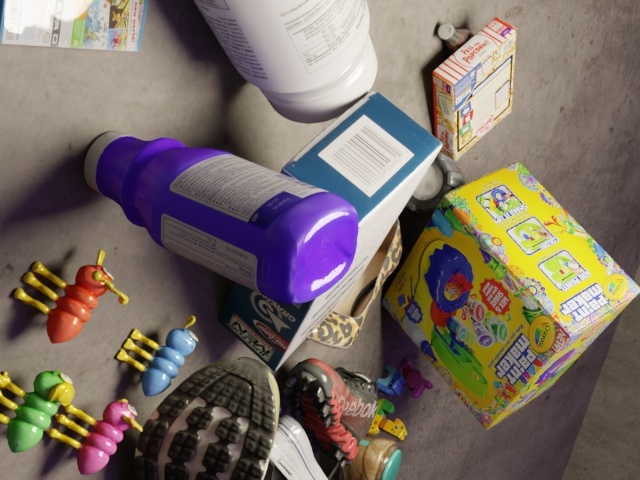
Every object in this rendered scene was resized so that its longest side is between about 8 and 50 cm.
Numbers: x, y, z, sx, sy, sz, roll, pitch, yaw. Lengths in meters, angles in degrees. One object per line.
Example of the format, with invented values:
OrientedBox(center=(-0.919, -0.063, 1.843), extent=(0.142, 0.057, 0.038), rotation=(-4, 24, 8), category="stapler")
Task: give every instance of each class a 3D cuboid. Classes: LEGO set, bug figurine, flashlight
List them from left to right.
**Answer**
OrientedBox(center=(-0.235, 0.141, 1.026), extent=(0.216, 0.072, 0.279), rotation=(-60, 150, -12), category="bug figurine")
OrientedBox(center=(0.127, 0.313, 1.699), extent=(0.227, 0.093, 0.087), rotation=(-57, 148, -17), category="LEGO set")
OrientedBox(center=(0.230, -0.075, 1.594), extent=(0.304, 0.103, 0.103), rotation=(12, 104, -58), category="flashlight")

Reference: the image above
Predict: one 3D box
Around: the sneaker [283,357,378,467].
OrientedBox(center=(0.022, 0.239, 1.479), extent=(0.135, 0.097, 0.276), rotation=(-53, 149, -23), category="sneaker")

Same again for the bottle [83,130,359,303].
OrientedBox(center=(-0.105, -0.033, 0.904), extent=(0.118, 0.283, 0.092), rotation=(-29, 133, -48), category="bottle")

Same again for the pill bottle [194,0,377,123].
OrientedBox(center=(-0.042, -0.253, 0.978), extent=(0.160, 0.160, 0.283), rotation=(-57, 149, -16), category="pill bottle")

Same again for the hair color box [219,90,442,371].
OrientedBox(center=(0.000, 0.000, 1.138), extent=(0.174, 0.105, 0.347), rotation=(-43, 168, -35), category="hair color box")

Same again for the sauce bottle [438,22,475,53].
OrientedBox(center=(0.219, -0.306, 1.478), extent=(0.128, 0.042, 0.042), rotation=(9, 102, -62), category="sauce bottle")

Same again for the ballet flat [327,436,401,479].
OrientedBox(center=(0.066, 0.459, 1.669), extent=(0.116, 0.124, 0.342), rotation=(-46, 147, -41), category="ballet flat")

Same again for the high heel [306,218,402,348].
OrientedBox(center=(0.044, 0.053, 1.384), extent=(0.186, 0.093, 0.261), rotation=(-69, 164, 11), category="high heel")

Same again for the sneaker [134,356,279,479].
OrientedBox(center=(-0.142, 0.286, 1.213), extent=(0.410, 0.158, 0.182), rotation=(-66, 173, 30), category="sneaker")

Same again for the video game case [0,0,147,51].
OrientedBox(center=(-0.217, -0.232, 0.859), extent=(0.166, 0.015, 0.119), rotation=(-12, 119, -55), category="video game case")

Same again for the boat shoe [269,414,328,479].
OrientedBox(center=(-0.044, 0.362, 1.491), extent=(0.076, 0.083, 0.226), rotation=(-39, 130, -21), category="boat shoe")

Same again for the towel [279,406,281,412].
OrientedBox(center=(-0.099, 0.282, 1.381), extent=(0.119, 0.029, 0.067), rotation=(-60, 150, -12), category="towel")

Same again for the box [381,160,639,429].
OrientedBox(center=(0.286, 0.087, 1.501), extent=(0.177, 0.279, 0.290), rotation=(-25, 154, -34), category="box")

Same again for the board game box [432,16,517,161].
OrientedBox(center=(0.243, -0.233, 1.510), extent=(0.147, 0.045, 0.193), rotation=(-41, 151, -17), category="board game box")
